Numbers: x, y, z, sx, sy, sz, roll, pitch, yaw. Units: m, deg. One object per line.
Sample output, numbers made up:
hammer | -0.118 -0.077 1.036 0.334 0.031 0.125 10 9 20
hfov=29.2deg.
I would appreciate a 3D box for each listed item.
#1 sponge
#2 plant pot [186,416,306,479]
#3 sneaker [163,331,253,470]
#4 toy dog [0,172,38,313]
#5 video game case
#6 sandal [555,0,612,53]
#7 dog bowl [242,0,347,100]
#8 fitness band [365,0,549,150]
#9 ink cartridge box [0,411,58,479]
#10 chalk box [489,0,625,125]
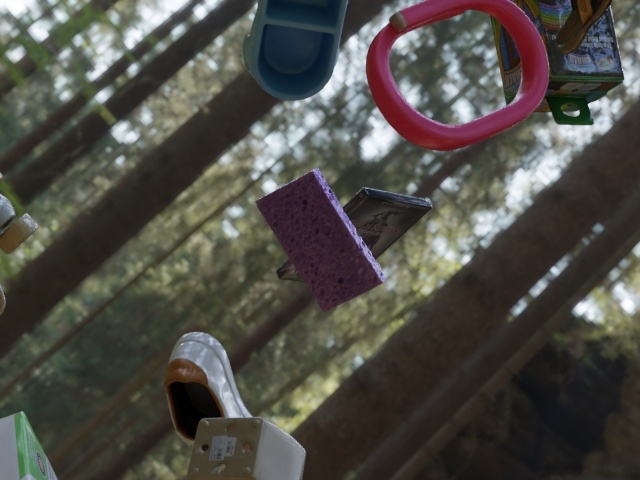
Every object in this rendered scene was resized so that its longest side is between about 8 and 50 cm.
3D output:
sponge | 0.000 0.000 1.916 0.210 0.117 0.031 58 28 -6
plant pot | -0.085 0.242 1.292 0.109 0.109 0.096 -3 -41 15
sneaker | -0.143 0.276 1.668 0.290 0.106 0.123 65 23 -21
toy dog | -0.684 0.015 2.312 0.220 0.333 0.161 33 27 5
video game case | 0.066 -0.002 2.421 0.196 0.274 0.026 8 49 -45
sandal | 0.421 -0.379 1.970 0.049 0.180 0.072 14 40 -22
dog bowl | -0.035 -0.365 2.022 0.074 0.166 0.297 -98 -163 -59
fitness band | 0.196 -0.240 1.709 0.209 0.291 0.054 63 -31 4
ink cartridge box | -0.301 0.348 1.254 0.198 0.115 0.273 -118 -170 -55
chalk box | 0.477 -0.360 2.461 0.179 0.180 0.289 146 -59 -63
